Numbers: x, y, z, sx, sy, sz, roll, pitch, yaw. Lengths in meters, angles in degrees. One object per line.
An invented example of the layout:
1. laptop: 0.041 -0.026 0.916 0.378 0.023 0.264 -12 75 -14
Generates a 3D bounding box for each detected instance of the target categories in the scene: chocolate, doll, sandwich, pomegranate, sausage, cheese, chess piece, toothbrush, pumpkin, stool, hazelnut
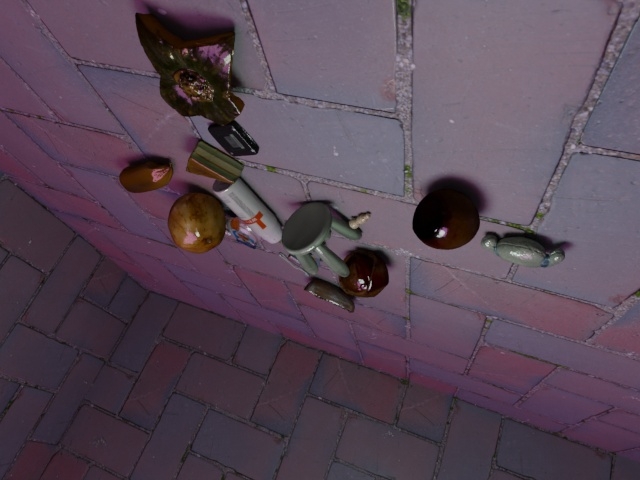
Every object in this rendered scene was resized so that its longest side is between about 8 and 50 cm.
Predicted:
1. chocolate: 0.330 -0.054 1.191 0.176 0.177 0.177 19 156 9
2. doll: 0.544 0.033 1.253 0.214 0.072 0.103 11 153 33
3. chocolate: 0.050 0.250 2.154 0.261 0.083 0.161 26 173 -5
4. sandwich: -0.342 -0.235 1.495 0.163 0.079 0.113 28 158 -14
5. pomegranate: -0.476 -0.070 1.789 0.248 0.248 0.248 19 156 9
6. sausage: -0.641 -0.241 1.729 0.328 0.112 0.112 -3 145 42
7. cheese: -0.307 -0.030 1.898 0.188 0.074 0.286 25 158 1
8. chess piece: 0.129 -0.066 1.476 0.035 0.035 0.092 31 152 -17
9. toothbrush: -0.117 0.111 2.094 0.022 0.017 0.204 -22 134 33
10. pumpkin: -0.299 -0.388 1.109 0.258 0.095 0.290 22 153 12
11. stool: 0.000 0.000 1.542 0.195 0.195 0.198 1 153 40
12. hazelnut: 0.153 0.127 1.686 0.201 0.170 0.160 -7 142 32

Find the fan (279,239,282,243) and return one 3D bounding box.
1. fan: -0.173 -0.004 1.916 0.060 0.003 0.080 0 147 41

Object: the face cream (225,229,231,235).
1. face cream: -0.444 -0.053 2.042 0.115 0.020 0.038 30 156 -7

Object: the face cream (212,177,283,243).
1. face cream: -0.243 -0.102 1.654 0.102 0.102 0.345 5 149 37

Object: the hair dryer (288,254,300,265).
1. hair dryer: -0.085 0.064 1.949 0.063 0.037 0.114 33 147 -19

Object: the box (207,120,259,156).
1. box: -0.257 -0.294 1.353 0.125 0.027 0.126 2 149 40

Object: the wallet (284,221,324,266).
1. wallet: -0.063 0.021 1.793 0.170 0.069 0.231 24 156 10
